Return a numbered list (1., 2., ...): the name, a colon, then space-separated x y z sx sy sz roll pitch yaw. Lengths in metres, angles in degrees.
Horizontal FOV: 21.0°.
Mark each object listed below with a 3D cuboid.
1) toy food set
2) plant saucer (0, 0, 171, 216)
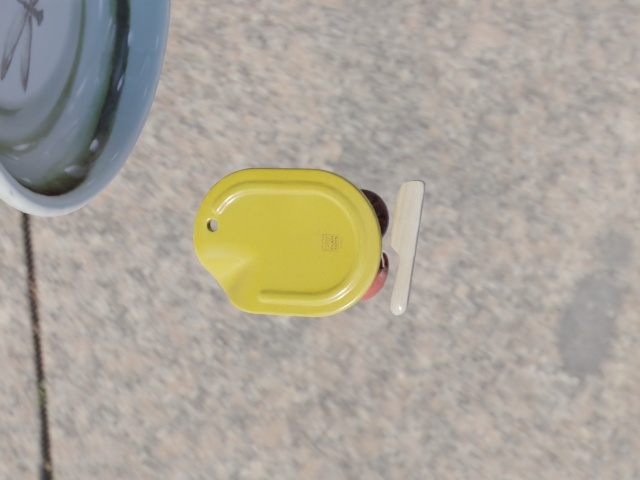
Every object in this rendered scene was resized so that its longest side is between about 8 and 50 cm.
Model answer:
1. toy food set: 0.000 0.000 1.500 0.071 0.218 0.128 -11 103 -64
2. plant saucer: -0.272 -0.226 1.642 0.100 0.400 0.400 8 102 20
